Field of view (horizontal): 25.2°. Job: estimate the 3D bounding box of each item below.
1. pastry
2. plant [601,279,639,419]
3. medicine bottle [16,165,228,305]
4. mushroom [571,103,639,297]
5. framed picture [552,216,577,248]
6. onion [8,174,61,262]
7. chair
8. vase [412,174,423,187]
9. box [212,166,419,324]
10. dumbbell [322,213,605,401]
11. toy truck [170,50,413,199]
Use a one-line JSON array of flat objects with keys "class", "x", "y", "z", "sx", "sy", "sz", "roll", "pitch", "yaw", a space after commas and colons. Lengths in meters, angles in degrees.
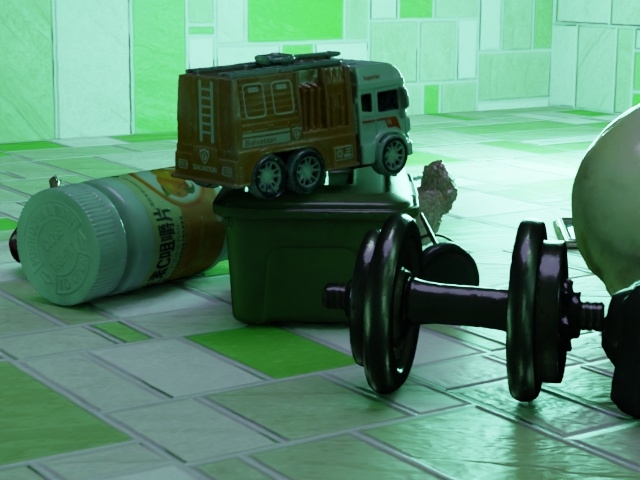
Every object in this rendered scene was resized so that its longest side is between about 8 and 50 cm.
[{"class": "pastry", "x": 0.099, "y": -0.033, "z": 2.199, "sx": 0.265, "sy": 0.112, "sz": 0.103, "roll": -19, "pitch": 32, "yaw": -27}, {"class": "plant", "x": 0.373, "y": 0.108, "z": 1.390, "sx": 0.164, "sy": 0.142, "sz": 0.256, "roll": -6, "pitch": 16, "yaw": -22}, {"class": "medicine bottle", "x": -0.244, "y": -0.015, "z": 1.948, "sx": 0.158, "sy": 0.158, "sz": 0.318, "roll": 8, "pitch": 14, "yaw": 34}, {"class": "mushroom", "x": 0.501, "y": -0.049, "z": 1.810, "sx": 0.356, "sy": 0.315, "sz": 0.315, "roll": -9, "pitch": 14, "yaw": -27}, {"class": "framed picture", "x": 0.532, "y": -0.014, "z": 2.328, "sx": 0.296, "sy": 0.019, "sz": 0.232, "roll": 2, "pitch": 11, "yaw": 5}, {"class": "onion", "x": -0.372, "y": -0.026, "z": 2.046, "sx": 0.150, "sy": 0.140, "sz": 0.150, "roll": 1, "pitch": -6, "yaw": 0}, {"class": "chair", "x": 0.158, "y": 0.038, "z": 1.881, "sx": 0.095, "sy": 0.104, "sz": 0.221, "roll": 17, "pitch": 8, "yaw": -2}, {"class": "vase", "x": 0.153, "y": -0.079, "z": 2.513, "sx": 0.081, "sy": 0.081, "sz": 0.148, "roll": 6, "pitch": 8, "yaw": 24}, {"class": "box", "x": 0.000, "y": 0.000, "z": 1.852, "sx": 0.252, "sy": 0.178, "sz": 0.329, "roll": -1, "pitch": 13, "yaw": 3}, {"class": "dumbbell", "x": 0.143, "y": 0.068, "z": 1.463, "sx": 0.289, "sy": 0.192, "sz": 0.192, "roll": 4, "pitch": 12, "yaw": 13}, {"class": "toy truck", "x": -0.029, "y": -0.150, "z": 1.746, "sx": 0.305, "sy": 0.162, "sz": 0.136, "roll": -13, "pitch": 17, "yaw": -41}]
